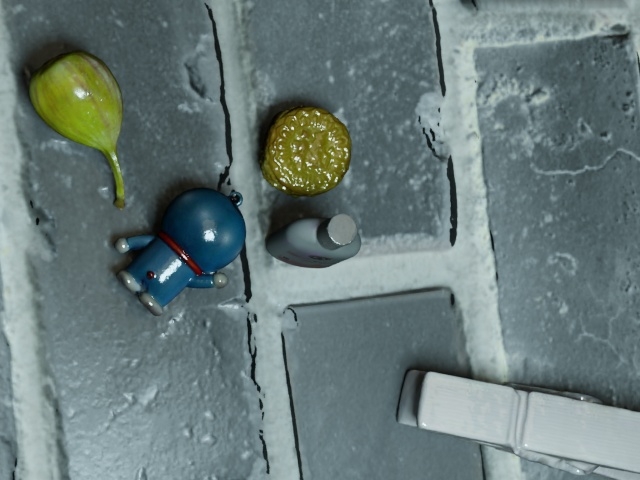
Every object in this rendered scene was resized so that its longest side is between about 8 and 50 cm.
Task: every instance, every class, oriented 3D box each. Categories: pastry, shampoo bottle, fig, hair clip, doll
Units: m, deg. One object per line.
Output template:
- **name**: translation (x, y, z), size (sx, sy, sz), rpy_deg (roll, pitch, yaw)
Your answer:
- **pastry**: translation (-0.015, -0.094, 1.661), size (0.109, 0.057, 0.097), rpy_deg (-24, 92, -16)
- **shampoo bottle**: translation (0.000, 0.000, 1.596), size (0.080, 0.165, 0.040), rpy_deg (13, 80, -14)
- **fig**: translation (-0.229, -0.123, 1.607), size (0.093, 0.093, 0.166), rpy_deg (-47, 125, -16)
- **hair clip**: translation (0.250, 0.200, 1.683), size (0.331, 0.101, 0.085), rpy_deg (16, 83, -11)
- **doll**: translation (-0.135, 0.005, 1.605), size (0.114, 0.085, 0.152), rpy_deg (43, 84, 5)
